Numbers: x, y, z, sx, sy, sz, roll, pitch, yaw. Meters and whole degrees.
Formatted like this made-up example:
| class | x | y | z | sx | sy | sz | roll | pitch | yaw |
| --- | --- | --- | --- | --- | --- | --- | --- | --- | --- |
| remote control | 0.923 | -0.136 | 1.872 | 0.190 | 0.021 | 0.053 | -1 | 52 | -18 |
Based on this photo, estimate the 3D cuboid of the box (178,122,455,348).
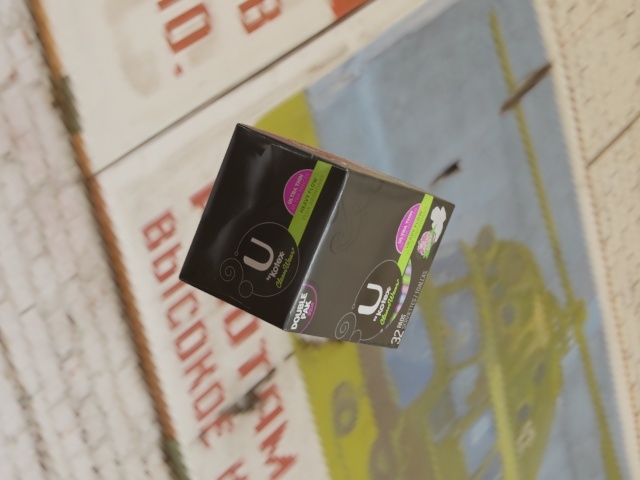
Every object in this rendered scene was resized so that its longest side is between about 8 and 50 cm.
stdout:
| class | x | y | z | sx | sy | sz | roll | pitch | yaw |
| --- | --- | --- | --- | --- | --- | --- | --- | --- | --- |
| box | 0.000 | 0.000 | 0.613 | 0.052 | 0.083 | 0.062 | 24 | -85 | 32 |
